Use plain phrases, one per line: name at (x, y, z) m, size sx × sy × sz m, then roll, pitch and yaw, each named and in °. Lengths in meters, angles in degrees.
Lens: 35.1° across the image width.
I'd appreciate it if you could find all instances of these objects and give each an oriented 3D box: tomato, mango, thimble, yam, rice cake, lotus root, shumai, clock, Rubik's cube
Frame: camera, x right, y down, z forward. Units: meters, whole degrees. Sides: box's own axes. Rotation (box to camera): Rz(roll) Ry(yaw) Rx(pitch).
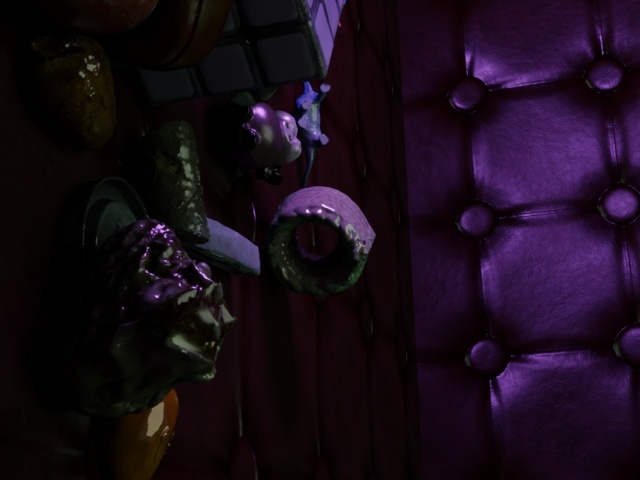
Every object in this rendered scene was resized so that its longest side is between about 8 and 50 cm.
tomato at (-0.298, -0.357, 1.214) m, size 0.155 × 0.181 × 0.214 m, roll -10°, pitch 75°, yaw -47°
mango at (-0.240, 0.253, 1.353) m, size 0.105 × 0.084 × 0.159 m, roll 54°, pitch 32°, yaw -51°
thimble at (0.000, 0.000, 2.079) m, size 0.150 × 0.219 × 0.219 m, roll -65°, pitch 146°, yaw -63°
yam at (-0.224, -0.082, 1.507) m, size 0.107 × 0.107 × 0.183 m, roll 28°, pitch 54°, yaw -72°
rice cake at (-0.182, 0.006, 1.704) m, size 0.336 × 0.063 × 0.066 m, roll 38°, pitch 44°, yaw -70°
lotus root at (-0.303, -0.177, 1.290) m, size 0.108 × 0.094 × 0.190 m, roll -46°, pitch 145°, yaw -24°
shumai at (-0.193, 0.107, 1.226) m, size 0.189 × 0.218 × 0.255 m, roll 39°, pitch 65°, yaw -44°
clock at (-0.284, 0.022, 1.363) m, size 0.215 × 0.042 × 0.215 m, roll -6°, pitch 90°, yaw -75°
Rubik's cube at (-0.146, -0.422, 1.556) m, size 0.305 × 0.301 × 0.303 m, roll -77°, pitch 157°, yaw -48°

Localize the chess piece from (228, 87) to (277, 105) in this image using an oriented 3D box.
chess piece at (-0.108, -0.347, 1.848) m, size 0.299 × 0.195 × 0.194 m, roll -72°, pitch 152°, yaw -62°

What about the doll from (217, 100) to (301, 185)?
doll at (-0.118, -0.201, 1.922) m, size 0.257 × 0.117 × 0.182 m, roll 11°, pitch 67°, yaw -72°

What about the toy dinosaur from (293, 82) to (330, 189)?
toy dinosaur at (-0.029, -0.283, 2.354) m, size 0.144 × 0.076 × 0.329 m, roll 150°, pitch -63°, yaw -71°

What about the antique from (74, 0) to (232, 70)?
antique at (-0.215, -0.328, 1.327) m, size 0.129 × 0.278 × 0.223 m, roll -9°, pitch 71°, yaw -49°

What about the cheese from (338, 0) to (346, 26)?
cheese at (-0.033, -0.655, 2.397) m, size 0.329 × 0.129 × 0.217 m, roll 60°, pitch 7°, yaw -17°
